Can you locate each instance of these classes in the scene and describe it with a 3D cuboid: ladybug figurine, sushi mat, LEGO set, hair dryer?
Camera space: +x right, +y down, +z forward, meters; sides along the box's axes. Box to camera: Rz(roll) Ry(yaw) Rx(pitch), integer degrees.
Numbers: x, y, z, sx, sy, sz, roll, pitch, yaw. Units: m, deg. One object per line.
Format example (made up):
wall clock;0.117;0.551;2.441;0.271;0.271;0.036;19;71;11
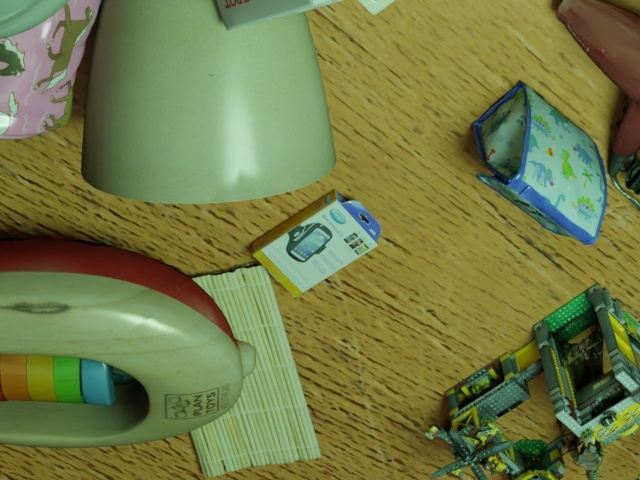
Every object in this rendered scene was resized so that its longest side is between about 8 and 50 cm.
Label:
ladybug figurine;-0.295;0.106;1.918;0.449;0.162;0.305;4;145;-2
sushi mat;-0.104;0.161;2.085;0.151;0.019;0.316;-12;126;4
LEGO set;0.303;0.229;2.055;0.331;0.192;0.255;-28;123;16
hair dryer;0.333;-0.133;1.823;0.224;0.080;0.293;-9;116;52

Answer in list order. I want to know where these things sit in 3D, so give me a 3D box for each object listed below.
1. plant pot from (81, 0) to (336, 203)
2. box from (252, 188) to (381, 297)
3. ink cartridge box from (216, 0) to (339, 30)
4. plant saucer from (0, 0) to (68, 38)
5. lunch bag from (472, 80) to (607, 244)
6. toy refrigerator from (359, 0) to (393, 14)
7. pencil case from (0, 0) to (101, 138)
plant pot;-0.117;-0.204;1.702;0.257;0.256;0.274;-3;109;-2
box;0.000;0.000;1.970;0.136;0.028;0.081;-33;122;16
ink cartridge box;-0.016;-0.326;1.543;0.168;0.171;0.232;-23;101;-28
plant saucer;-0.333;-0.367;1.479;0.100;0.400;0.400;-16;143;-50
lunch bag;0.237;-0.072;1.857;0.129;0.151;0.096;34;117;-26
toy refrigerator;0.120;-0.346;1.684;0.269;0.094;0.102;-35;121;21
pencil case;-0.284;-0.283;1.623;0.160;0.167;0.386;-16;127;-50
